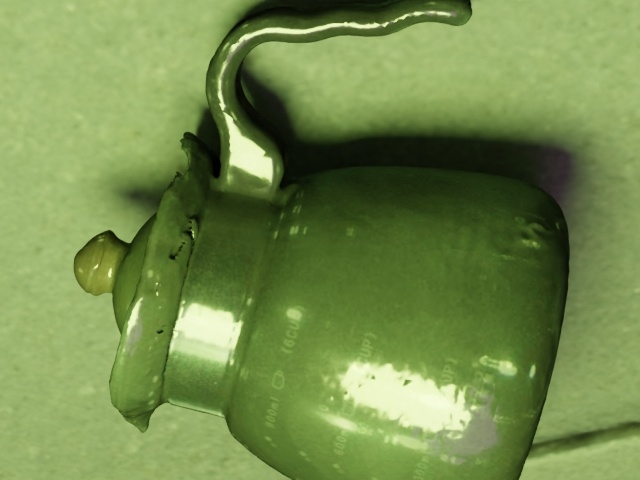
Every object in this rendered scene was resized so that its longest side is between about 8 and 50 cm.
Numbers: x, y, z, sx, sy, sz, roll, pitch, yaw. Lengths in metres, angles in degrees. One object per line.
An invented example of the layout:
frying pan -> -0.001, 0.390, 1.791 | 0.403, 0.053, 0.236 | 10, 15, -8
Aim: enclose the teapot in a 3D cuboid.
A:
teapot -> -0.004, 0.019, 0.981 | 0.285, 0.223, 0.305 | 13, 135, -1
